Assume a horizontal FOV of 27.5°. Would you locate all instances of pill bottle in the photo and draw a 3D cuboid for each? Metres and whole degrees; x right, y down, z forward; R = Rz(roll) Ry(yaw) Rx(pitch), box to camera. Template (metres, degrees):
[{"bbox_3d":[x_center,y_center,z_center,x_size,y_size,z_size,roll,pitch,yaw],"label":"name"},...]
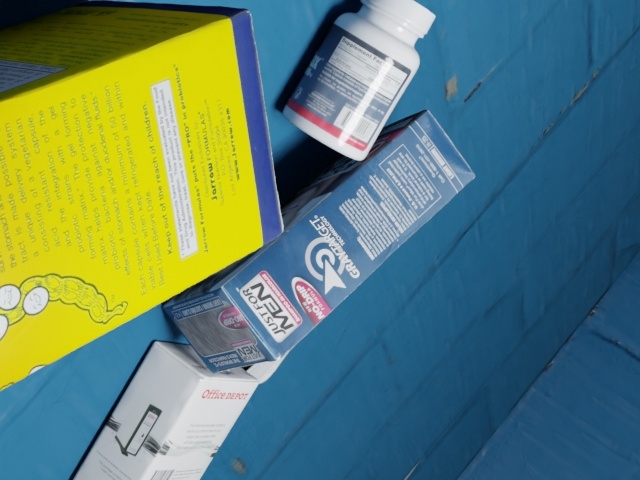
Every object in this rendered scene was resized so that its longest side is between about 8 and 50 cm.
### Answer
[{"bbox_3d":[0.046,-0.189,1.441,0.180,0.108,0.108,-59,155,8],"label":"pill bottle"}]

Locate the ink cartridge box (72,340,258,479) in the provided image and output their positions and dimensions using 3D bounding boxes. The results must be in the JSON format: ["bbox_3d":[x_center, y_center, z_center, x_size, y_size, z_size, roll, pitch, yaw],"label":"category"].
[{"bbox_3d":[-0.184,0.228,1.572,0.203,0.086,0.148,-59,156,6],"label":"ink cartridge box"}]

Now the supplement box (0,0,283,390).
[{"bbox_3d":[-0.224,-0.039,0.967,0.356,0.194,0.195,-30,121,-43],"label":"supplement box"}]

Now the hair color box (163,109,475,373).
[{"bbox_3d":[0.000,0.000,1.504,0.347,0.105,0.174,-42,-169,-29],"label":"hair color box"}]

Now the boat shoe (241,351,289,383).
[{"bbox_3d":[-0.058,0.106,1.687,0.184,0.066,0.063,-49,158,9],"label":"boat shoe"}]
